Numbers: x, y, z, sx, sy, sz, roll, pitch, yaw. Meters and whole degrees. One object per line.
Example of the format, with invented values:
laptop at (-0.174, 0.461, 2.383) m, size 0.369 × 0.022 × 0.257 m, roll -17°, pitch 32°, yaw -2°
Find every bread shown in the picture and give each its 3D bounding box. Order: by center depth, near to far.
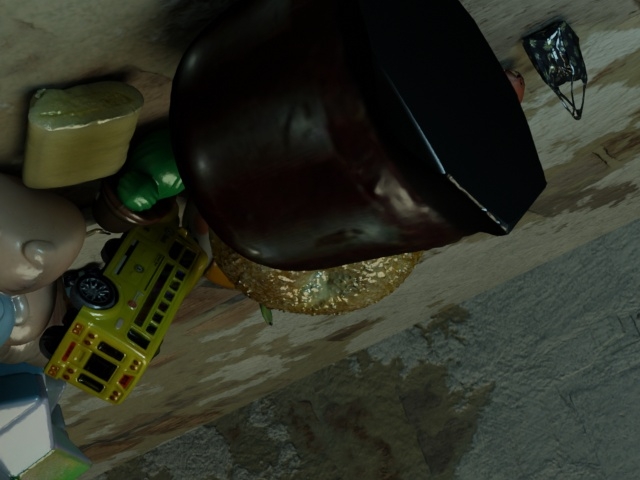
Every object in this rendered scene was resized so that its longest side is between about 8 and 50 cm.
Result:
bread at (-0.293, -0.126, 1.379) m, size 0.140 × 0.060 × 0.178 m, roll -13°, pitch 163°, yaw -24°
bread at (0.000, 0.000, 1.544) m, size 0.306 × 0.158 × 0.305 m, roll -4°, pitch 145°, yaw -3°

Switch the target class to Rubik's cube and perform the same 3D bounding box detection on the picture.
Rubik's cube at (-0.600, 0.334, 1.971) m, size 0.387 × 0.358 × 0.368 m, roll -6°, pitch 117°, yaw -17°

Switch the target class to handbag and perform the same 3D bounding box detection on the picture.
handbag at (0.359, -0.243, 1.696) m, size 0.072 × 0.139 × 0.115 m, roll -19°, pitch 167°, yaw 20°

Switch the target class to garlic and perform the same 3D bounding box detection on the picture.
garlic at (-0.444, 0.073, 1.755) m, size 0.256 × 0.207 × 0.207 m, roll -53°, pitch 177°, yaw -24°

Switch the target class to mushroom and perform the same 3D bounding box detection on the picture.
mushroom at (-0.350, -0.034, 1.687) m, size 0.101 × 0.019 × 0.049 m, roll -12°, pitch 163°, yaw -37°

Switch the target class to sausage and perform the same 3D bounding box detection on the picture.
sausage at (0.255, -0.226, 1.743) m, size 0.141 × 0.076 × 0.076 m, roll -8°, pitch 159°, yaw -39°

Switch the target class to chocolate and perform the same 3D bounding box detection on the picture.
chocolate at (0.010, -0.117, 1.255) m, size 0.331 × 0.383 × 0.384 m, roll -30°, pitch 162°, yaw 25°

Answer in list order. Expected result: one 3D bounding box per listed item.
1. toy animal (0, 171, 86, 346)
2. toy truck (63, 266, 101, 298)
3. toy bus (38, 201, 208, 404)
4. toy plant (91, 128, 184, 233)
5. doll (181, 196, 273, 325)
toy animal at (-0.424, 0.017, 1.481) m, size 0.210 × 0.229 × 0.221 m, roll 25°, pitch 99°, yaw -20°
toy truck at (-0.422, 0.088, 1.936) m, size 0.136 × 0.063 × 0.074 m, roll -16°, pitch -177°, yaw -8°
toy bus at (-0.265, 0.069, 1.616) m, size 0.145 × 0.151 × 0.331 m, roll -54°, pitch -172°, yaw 37°
toy plant at (-0.231, -0.081, 1.514) m, size 0.200 × 0.105 × 0.143 m, roll -40°, pitch -173°, yaw 40°
doll at (-0.099, 0.006, 1.744) m, size 0.213 × 0.236 × 0.213 m, roll -20°, pitch 171°, yaw -3°
